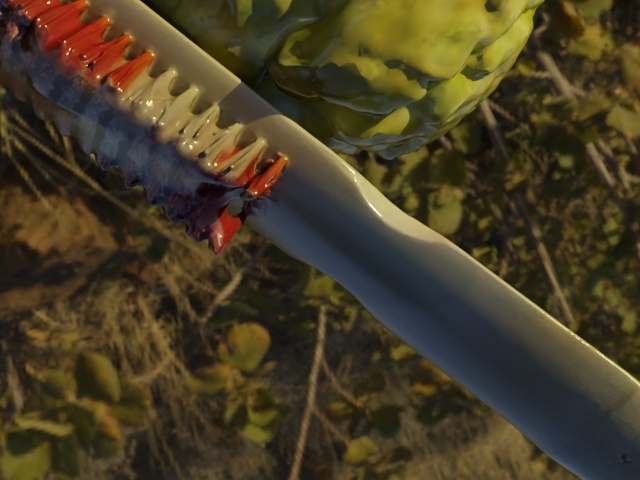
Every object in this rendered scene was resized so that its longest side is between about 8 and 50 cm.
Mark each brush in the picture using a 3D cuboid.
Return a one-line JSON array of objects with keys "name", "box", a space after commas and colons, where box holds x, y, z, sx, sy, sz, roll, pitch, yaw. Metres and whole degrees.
[{"name": "brush", "box": [0.000, 0.000, 0.425, 0.060, 0.321, 0.050, -52, -179, 44]}]

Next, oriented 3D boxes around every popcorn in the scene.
[{"name": "popcorn", "box": [0.000, -0.128, 0.475, 0.198, 0.197, 0.212, -12, 174, -12]}]
